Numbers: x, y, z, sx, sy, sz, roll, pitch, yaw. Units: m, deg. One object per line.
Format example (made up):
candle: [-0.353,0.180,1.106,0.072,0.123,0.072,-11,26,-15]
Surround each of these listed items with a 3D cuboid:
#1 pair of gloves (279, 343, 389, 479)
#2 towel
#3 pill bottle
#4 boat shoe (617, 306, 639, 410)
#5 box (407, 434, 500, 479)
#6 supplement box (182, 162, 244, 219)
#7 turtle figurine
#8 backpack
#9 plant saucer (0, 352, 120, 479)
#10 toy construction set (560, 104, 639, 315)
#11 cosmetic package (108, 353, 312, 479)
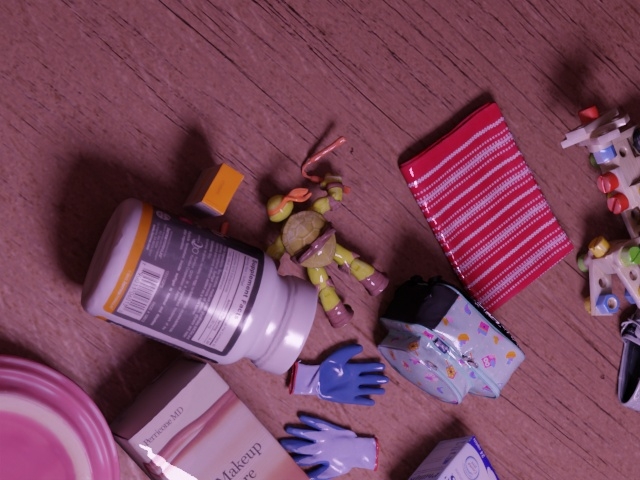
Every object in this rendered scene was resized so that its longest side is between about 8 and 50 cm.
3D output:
pair of gloves: [0.021,0.244,1.929,0.159,0.023,0.198,7,87,-26]
towel: [0.253,-0.048,2.040,0.199,0.031,0.275,-34,103,-21]
pill bottle: [-0.156,0.066,1.763,0.278,0.162,0.162,23,79,-17]
boat shoe: [0.512,0.156,2.126,0.081,0.079,0.227,10,88,-29]
box: [0.194,0.371,1.953,0.137,0.072,0.126,-41,106,-44]
supplement box: [-0.144,-0.065,1.819,0.036,0.098,0.062,32,77,-17]
turtle figurine: [0.000,0.000,1.890,0.269,0.087,0.217,-47,107,-19]
backpack: [0.187,0.152,1.928,0.188,0.166,0.144,33,77,-17]
plant saucer: [-0.409,0.306,1.669,0.332,0.084,0.332,0,91,-17]
toy construction set: [0.456,-0.064,2.076,0.215,0.151,0.327,-27,111,-27]
cosmetic package: [-0.125,0.310,1.800,0.153,0.129,0.296,-46,106,-16]
